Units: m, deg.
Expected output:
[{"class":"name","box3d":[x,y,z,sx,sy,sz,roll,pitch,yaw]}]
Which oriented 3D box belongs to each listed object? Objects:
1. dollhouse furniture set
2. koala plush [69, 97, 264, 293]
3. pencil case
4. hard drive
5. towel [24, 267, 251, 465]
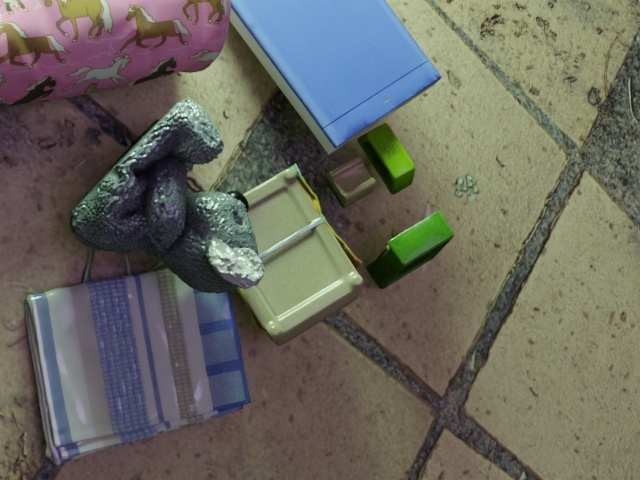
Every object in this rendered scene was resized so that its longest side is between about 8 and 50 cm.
[{"class":"dollhouse furniture set","box3d":[0.000,0.000,1.606,0.301,0.151,0.197,-30,83,-14]},{"class":"koala plush","box3d":[-0.165,-0.018,1.413,0.221,0.196,0.203,44,73,-12]},{"class":"pencil case","box3d":[-0.295,-0.258,1.367,0.386,0.167,0.160,-14,71,-34]},{"class":"hard drive","box3d":[-0.004,-0.297,1.573,0.210,0.040,0.318,-35,88,-30]},{"class":"towel","box3d":[-0.226,0.145,1.465,0.285,0.034,0.209,-11,91,-36]}]
